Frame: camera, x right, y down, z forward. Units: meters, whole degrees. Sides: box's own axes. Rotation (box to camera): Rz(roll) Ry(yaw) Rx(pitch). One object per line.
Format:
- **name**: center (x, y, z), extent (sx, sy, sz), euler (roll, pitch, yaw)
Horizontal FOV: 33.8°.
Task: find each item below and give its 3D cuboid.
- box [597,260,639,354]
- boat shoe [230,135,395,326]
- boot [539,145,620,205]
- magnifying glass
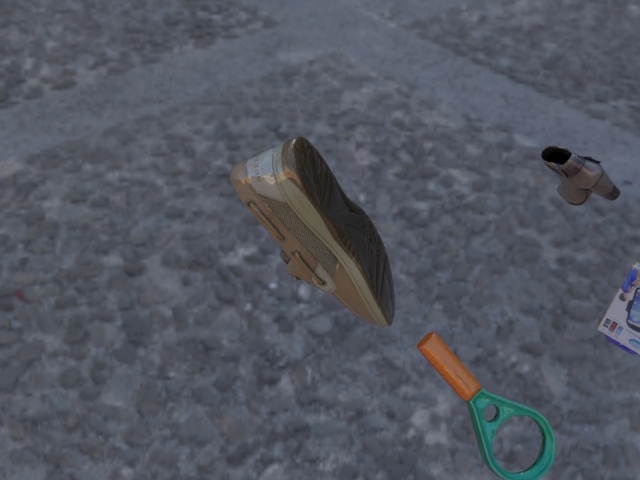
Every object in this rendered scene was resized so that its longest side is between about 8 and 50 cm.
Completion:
- **box**: center (0.473, 0.109, 1.572), extent (0.081, 0.136, 0.028), euler (32, 28, 21)
- **boat shoe**: center (0.000, 0.000, 1.425), extent (0.110, 0.341, 0.122), euler (-17, 40, 22)
- **boot**: center (0.281, -0.077, 1.189), extent (0.087, 0.042, 0.118), euler (32, -9, -23)
- **magnifying glass**: center (0.198, 0.201, 1.268), extent (0.092, 0.231, 0.026), euler (-44, 12, -11)
